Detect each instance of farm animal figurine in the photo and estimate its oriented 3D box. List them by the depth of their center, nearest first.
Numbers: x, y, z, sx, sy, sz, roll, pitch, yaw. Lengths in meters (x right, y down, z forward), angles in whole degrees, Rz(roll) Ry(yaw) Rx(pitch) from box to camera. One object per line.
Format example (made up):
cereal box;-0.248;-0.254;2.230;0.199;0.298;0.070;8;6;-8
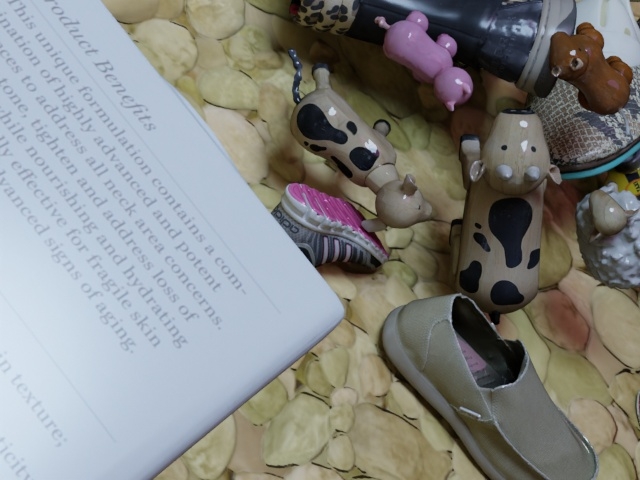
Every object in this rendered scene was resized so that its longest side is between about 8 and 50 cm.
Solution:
farm animal figurine;0.154;-0.060;1.416;0.172;0.330;0.327;-84;160;-62

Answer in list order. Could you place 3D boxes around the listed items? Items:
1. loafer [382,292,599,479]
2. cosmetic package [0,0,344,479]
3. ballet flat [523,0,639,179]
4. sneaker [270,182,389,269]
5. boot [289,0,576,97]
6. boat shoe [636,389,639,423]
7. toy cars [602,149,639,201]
loafer;0.177;0.154;1.412;0.268;0.092;0.102;42;44;-7
cosmetic package;-0.270;0.075;0.948;0.329;0.327;0.393;52;45;3
ballet flat;0.346;-0.210;1.702;0.483;0.164;0.182;-28;116;-55
sneaker;0.000;0.000;1.407;0.170;0.075;0.063;24;27;-53
boot;0.116;-0.279;1.609;0.284;0.138;0.377;14;24;-7
boat shoe;0.380;0.215;1.567;0.049;0.043;0.137;6;57;-33
toy cars;0.406;0.065;1.655;0.394;0.087;0.176;64;13;12
